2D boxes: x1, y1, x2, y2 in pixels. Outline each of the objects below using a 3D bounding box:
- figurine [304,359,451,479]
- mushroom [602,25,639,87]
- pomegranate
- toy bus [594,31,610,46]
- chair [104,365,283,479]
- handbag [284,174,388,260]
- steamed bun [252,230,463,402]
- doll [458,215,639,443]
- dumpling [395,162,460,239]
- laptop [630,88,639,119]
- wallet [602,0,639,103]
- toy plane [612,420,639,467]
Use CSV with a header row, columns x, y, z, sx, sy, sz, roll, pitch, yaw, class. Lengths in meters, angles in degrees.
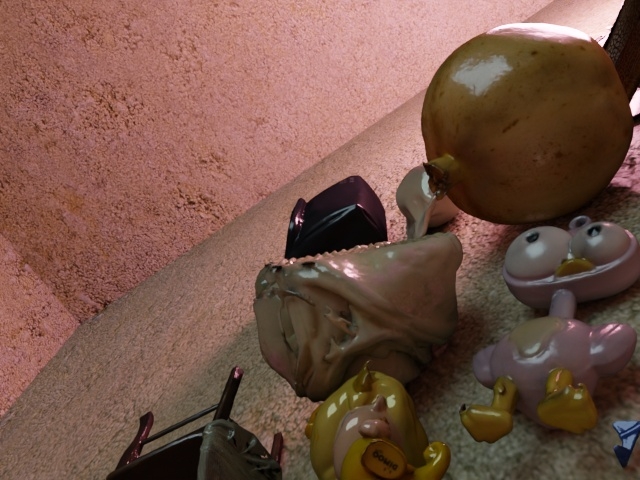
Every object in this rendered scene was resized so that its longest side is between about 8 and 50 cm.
x,y,z,sx,sy,sz,roll,pitch,yaw,class
0.050,0.202,0.625,0.246,0.131,0.156,111,171,-88,figurine
0.555,-0.288,1.052,0.351,0.097,0.109,-86,15,-63,mushroom
0.287,-0.160,0.957,0.319,0.319,0.319,-33,14,10,pomegranate
0.644,-0.404,1.322,0.178,0.087,0.098,-34,16,21,toy bus
-0.136,0.298,0.742,0.186,0.160,0.319,-29,14,6,chair
-0.001,-0.003,1.336,0.275,0.178,0.302,-32,15,13,handbag
0.059,0.108,0.838,0.280,0.207,0.268,-13,2,-28,steamed bun
0.252,0.074,0.677,0.160,0.094,0.365,-21,21,37,doll
0.205,-0.072,1.242,0.167,0.126,0.216,-63,26,0,dumpling
0.544,-0.236,1.150,0.180,0.016,0.129,-18,23,47,laptop
0.486,-0.278,1.059,0.133,0.039,0.243,-99,22,-61,wallet
0.302,0.121,0.506,0.167,0.054,0.062,-33,40,9,toy plane
